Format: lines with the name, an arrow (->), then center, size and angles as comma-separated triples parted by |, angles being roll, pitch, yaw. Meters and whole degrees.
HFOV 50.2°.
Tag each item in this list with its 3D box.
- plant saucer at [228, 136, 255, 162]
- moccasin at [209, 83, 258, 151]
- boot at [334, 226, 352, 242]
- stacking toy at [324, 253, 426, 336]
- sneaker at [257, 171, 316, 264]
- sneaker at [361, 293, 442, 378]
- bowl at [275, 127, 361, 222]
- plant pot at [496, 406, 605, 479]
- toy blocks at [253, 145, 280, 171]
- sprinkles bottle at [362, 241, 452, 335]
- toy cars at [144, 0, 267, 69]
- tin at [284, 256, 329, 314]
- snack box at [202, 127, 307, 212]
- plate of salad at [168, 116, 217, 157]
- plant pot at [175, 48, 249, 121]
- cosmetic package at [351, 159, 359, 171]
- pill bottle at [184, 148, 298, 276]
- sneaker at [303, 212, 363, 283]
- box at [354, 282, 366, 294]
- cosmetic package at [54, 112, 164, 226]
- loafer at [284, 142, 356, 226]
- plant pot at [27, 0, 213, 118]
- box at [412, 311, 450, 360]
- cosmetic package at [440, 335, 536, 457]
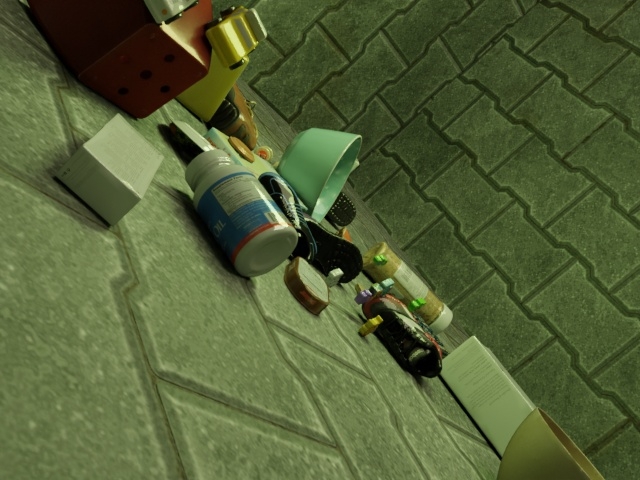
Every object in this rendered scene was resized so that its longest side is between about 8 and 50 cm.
plant saucer -> -0.190, -0.224, 1.666 | 0.083, 0.013, 0.083 | 45, 11, -11
moccasin -> -0.267, -0.389, 1.997 | 0.147, 0.139, 0.380 | 48, 4, -45
boot -> 0.076, 0.012, 2.174 | 0.084, 0.059, 0.158 | 49, 17, -15
stacking toy -> 0.130, 0.127, 1.646 | 0.221, 0.052, 0.167 | -17, 59, -42
sneaker -> -0.076, -0.049, 1.541 | 0.232, 0.081, 0.090 | 60, 8, -6
sneaker -> 0.210, 0.239, 1.692 | 0.276, 0.097, 0.135 | 47, 7, -12
bowl -> -0.022, -0.204, 1.992 | 0.163, 0.311, 0.311 | 30, 7, 7
plant pot -> 0.500, 0.538, 1.495 | 0.284, 0.191, 0.284 | 47, 9, -9
toy blocks -> -0.159, -0.236, 2.112 | 0.123, 0.054, 0.148 | 48, 10, -7
sprinkles bottle -> 0.287, 0.165, 2.285 | 0.355, 0.121, 0.121 | 46, 9, -14
toy cars -> -0.201, -0.438, 1.288 | 0.394, 0.087, 0.176 | 18, 56, -64
tin -> -0.027, 0.090, 1.426 | 0.106, 0.040, 0.189 | 42, 10, -10
snack box -> -0.165, -0.159, 1.743 | 0.187, 0.060, 0.322 | 51, 10, 22
plate of salad -> -0.262, -0.197, 1.502 | 0.200, 0.048, 0.200 | 41, 1, -1
plant pot -> -0.353, -0.489, 1.858 | 0.187, 0.212, 0.212 | 24, 23, -38
cosmetic package -> 0.014, -0.212, 2.248 | 0.085, 0.231, 0.117 | 46, 9, -11
pill bottle -> -0.147, -0.054, 1.198 | 0.221, 0.124, 0.124 | 52, 10, 27
sneaker -> 0.000, 0.000, 1.727 | 0.283, 0.107, 0.124 | 40, 6, -39
box -> 0.172, 0.214, 1.867 | 0.164, 0.021, 0.201 | 44, 11, -25
cosmetic package -> -0.287, -0.105, 0.958 | 0.099, 0.060, 0.239 | 43, 10, -17
loafer -> -0.022, -0.195, 2.432 | 0.366, 0.134, 0.130 | 54, -17, -24
plant pot -> -0.360, -0.401, 1.310 | 0.267, 0.267, 0.236 | 34, 30, -58
box -> 0.303, 0.286, 2.074 | 0.175, 0.051, 0.220 | 53, 10, 29
cosmetic package -> 0.517, 0.478, 1.936 | 0.385, 0.156, 0.217 | 52, 8, 31
